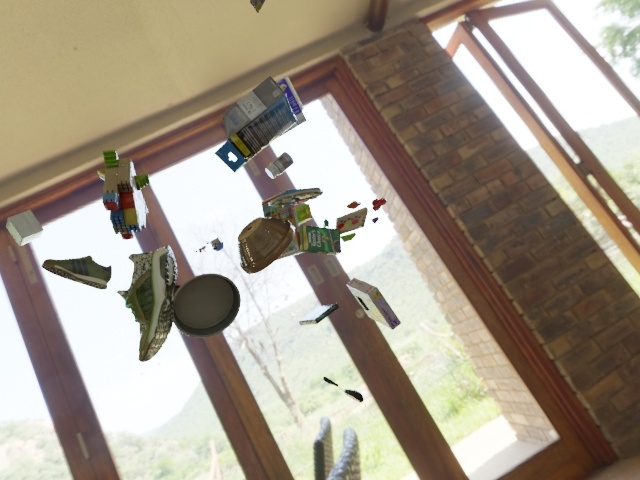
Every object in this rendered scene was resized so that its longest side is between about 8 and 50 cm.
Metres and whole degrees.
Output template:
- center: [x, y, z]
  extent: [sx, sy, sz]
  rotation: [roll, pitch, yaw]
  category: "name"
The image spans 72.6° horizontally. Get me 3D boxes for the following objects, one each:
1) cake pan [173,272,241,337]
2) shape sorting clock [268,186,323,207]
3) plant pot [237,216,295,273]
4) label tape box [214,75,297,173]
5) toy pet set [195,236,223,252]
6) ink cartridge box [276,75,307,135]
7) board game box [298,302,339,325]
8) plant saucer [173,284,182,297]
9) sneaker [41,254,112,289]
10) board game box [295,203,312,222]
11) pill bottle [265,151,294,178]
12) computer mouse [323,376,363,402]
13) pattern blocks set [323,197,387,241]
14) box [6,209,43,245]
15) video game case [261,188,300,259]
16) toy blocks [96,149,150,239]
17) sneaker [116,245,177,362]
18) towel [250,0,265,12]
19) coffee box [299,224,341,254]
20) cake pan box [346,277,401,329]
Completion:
- center: [-0.485, 0.267, 1.840]
  extent: [0.293, 0.293, 0.054]
  rotation: [-25, 27, -20]
  category: "cake pan"
- center: [-0.089, -0.153, 1.608]
  extent: [0.206, 0.040, 0.206]
  rotation: [-15, -7, -2]
  category: "shape sorting clock"
- center: [-0.212, -0.005, 1.524]
  extent: [0.237, 0.109, 0.237]
  rotation: [-34, 25, 18]
  category: "plant pot"
- center: [-0.265, -0.433, 1.663]
  extent: [0.334, 0.106, 0.240]
  rotation: [-39, -12, 0]
  category: "label tape box"
- center: [-0.557, 0.040, 2.228]
  extent: [0.122, 0.065, 0.114]
  rotation: [-29, 6, 38]
  category: "toy pet set"
- center: [-0.180, -0.572, 1.908]
  extent: [0.206, 0.208, 0.045]
  rotation: [-22, 9, 27]
  category: "ink cartridge box"
- center: [-0.010, 0.321, 1.885]
  extent: [0.126, 0.026, 0.186]
  rotation: [-32, 2, -27]
  category: "board game box"
- center: [-0.696, 0.298, 2.095]
  extent: [0.169, 0.168, 0.029]
  rotation: [-22, 10, -27]
  category: "plant saucer"
- center: [-0.746, 0.082, 1.356]
  extent: [0.192, 0.086, 0.064]
  rotation: [25, -35, -22]
  category: "sneaker"
- center: [-0.132, -0.147, 2.609]
  extent: [0.181, 0.092, 0.043]
  rotation: [-23, -13, 41]
  category: "board game box"
- center: [-0.209, -0.381, 2.214]
  extent: [0.137, 0.078, 0.078]
  rotation: [-42, -12, -14]
  category: "pill bottle"
- center: [0.119, 0.741, 2.189]
  extent: [0.041, 0.242, 0.071]
  rotation: [-60, 12, -24]
  category: "computer mouse"
- center: [0.150, -0.093, 2.114]
  extent: [0.325, 0.026, 0.285]
  rotation: [-12, -37, -26]
  category: "pattern blocks set"
- center: [-1.209, -0.051, 1.780]
  extent: [0.101, 0.102, 0.087]
  rotation: [-27, 8, 46]
  category: "box"
- center: [-0.174, -0.065, 1.958]
  extent: [0.025, 0.285, 0.204]
  rotation: [-6, -8, -45]
  category: "video game case"
- center: [-0.807, -0.143, 1.807]
  extent: [0.191, 0.260, 0.381]
  rotation: [-7, -36, -13]
  category: "toy blocks"
- center: [-0.625, 0.219, 1.543]
  extent: [0.182, 0.410, 0.158]
  rotation: [1, -18, 1]
  category: "sneaker"
- center: [-0.228, -0.896, 1.617]
  extent: [0.083, 0.009, 0.060]
  rotation: [-62, -30, -4]
  category: "towel"
- center: [0.000, 0.000, 1.853]
  extent: [0.184, 0.113, 0.040]
  rotation: [7, -19, -26]
  category: "coffee box"
- center: [0.267, 0.318, 2.233]
  extent: [0.070, 0.245, 0.267]
  rotation: [-38, 19, -14]
  category: "cake pan box"
